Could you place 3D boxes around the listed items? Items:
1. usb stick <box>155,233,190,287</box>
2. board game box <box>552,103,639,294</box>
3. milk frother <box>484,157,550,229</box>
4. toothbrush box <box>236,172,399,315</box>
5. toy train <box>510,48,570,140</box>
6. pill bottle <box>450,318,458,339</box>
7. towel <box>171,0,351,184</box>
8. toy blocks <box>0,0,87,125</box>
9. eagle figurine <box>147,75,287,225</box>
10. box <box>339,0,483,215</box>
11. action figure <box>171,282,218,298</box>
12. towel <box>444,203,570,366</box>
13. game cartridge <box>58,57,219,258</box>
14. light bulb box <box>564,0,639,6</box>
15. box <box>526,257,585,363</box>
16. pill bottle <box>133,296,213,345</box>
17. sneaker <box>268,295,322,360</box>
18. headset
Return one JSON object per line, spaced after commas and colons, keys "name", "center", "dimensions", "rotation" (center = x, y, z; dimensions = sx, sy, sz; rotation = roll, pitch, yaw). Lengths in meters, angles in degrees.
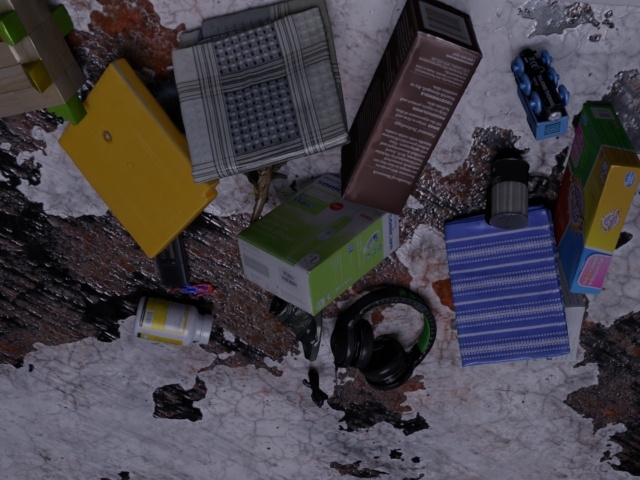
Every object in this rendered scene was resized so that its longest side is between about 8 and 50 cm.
{"name": "usb stick", "center": [-0.357, -0.004, 1.912], "dimensions": [0.077, 0.045, 0.278], "rotation": [3, 128, 8]}
{"name": "board game box", "center": [0.563, -0.085, 1.708], "dimensions": [0.064, 0.242, 0.317], "rotation": [4, 127, 0]}
{"name": "milk frother", "center": [0.432, -0.088, 1.774], "dimensions": [0.143, 0.135, 0.129], "rotation": [6, 158, 0]}
{"name": "toothbrush box", "center": [0.000, 0.000, 1.720], "dimensions": [0.206, 0.283, 0.122], "rotation": [27, 137, 35]}
{"name": "toy train", "center": [0.425, -0.287, 1.600], "dimensions": [0.080, 0.184, 0.105], "rotation": [-13, 145, 0]}
{"name": "pill bottle", "center": [0.364, 0.238, 2.085], "dimensions": [0.043, 0.043, 0.083], "rotation": [-25, 123, 19]}
{"name": "towel", "center": [-0.117, -0.292, 1.541], "dimensions": [0.312, 0.324, 0.056], "rotation": [-14, 163, 11]}
{"name": "toy blocks", "center": [-0.636, -0.383, 1.560], "dimensions": [0.260, 0.191, 0.381], "rotation": [-7, 126, 20]}
{"name": "eagle figurine", "center": [-0.223, -0.190, 1.706], "dimensions": [0.298, 0.225, 0.226], "rotation": [28, 84, 15]}
{"name": "box", "center": [0.165, -0.259, 1.613], "dimensions": [0.143, 0.191, 0.381], "rotation": [18, 126, -12]}
{"name": "action figure", "center": [-0.308, 0.120, 2.018], "dimensions": [0.115, 0.030, 0.038], "rotation": [3, 123, -4]}
{"name": "towel", "center": [0.410, 0.100, 1.827], "dimensions": [0.243, 0.336, 0.040], "rotation": [-9, 169, 17]}
{"name": "game cartridge", "center": [-0.368, -0.157, 1.663], "dimensions": [0.324, 0.052, 0.285], "rotation": [51, 133, -1]}
{"name": "light bulb box", "center": [0.514, -0.584, 1.333], "dimensions": [0.360, 0.225, 0.358], "rotation": [4, 127, -3]}
{"name": "box", "center": [0.534, 0.165, 1.938], "dimensions": [0.119, 0.182, 0.181], "rotation": [-3, 128, 3]}
{"name": "pill bottle", "center": [-0.363, 0.204, 2.035], "dimensions": [0.184, 0.103, 0.103], "rotation": [12, 127, -8]}
{"name": "sneaker", "center": [-0.057, 0.200, 2.040], "dimensions": [0.130, 0.087, 0.228], "rotation": [0, 125, 3]}
{"name": "headset", "center": [0.112, 0.272, 2.086], "dimensions": [0.243, 0.185, 0.394], "rotation": [34, 106, -27]}
